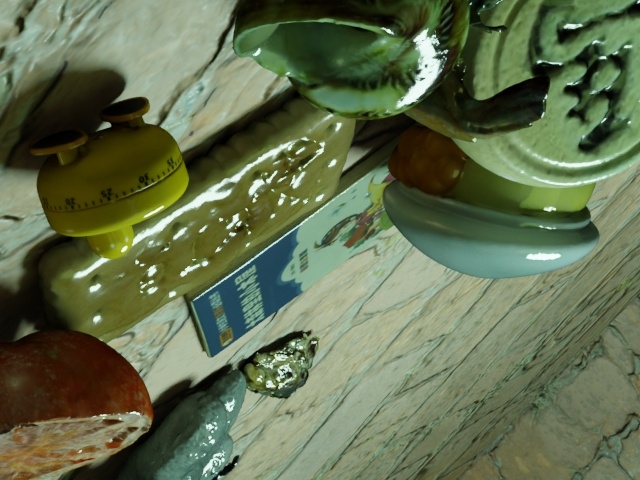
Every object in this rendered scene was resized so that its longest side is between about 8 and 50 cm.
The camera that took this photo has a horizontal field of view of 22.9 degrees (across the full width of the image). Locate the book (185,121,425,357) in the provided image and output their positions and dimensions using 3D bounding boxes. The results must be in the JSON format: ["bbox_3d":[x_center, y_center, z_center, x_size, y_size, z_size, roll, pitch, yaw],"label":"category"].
[{"bbox_3d":[0.000,0.000,1.669,0.322,0.018,0.228,-37,163,-10],"label":"book"}]

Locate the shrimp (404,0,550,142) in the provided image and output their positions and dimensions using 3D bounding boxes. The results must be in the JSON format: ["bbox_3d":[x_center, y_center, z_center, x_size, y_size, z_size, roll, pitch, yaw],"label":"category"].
[{"bbox_3d":[0.137,-0.168,1.180,0.296,0.169,0.058,-28,-163,48],"label":"shrimp"}]

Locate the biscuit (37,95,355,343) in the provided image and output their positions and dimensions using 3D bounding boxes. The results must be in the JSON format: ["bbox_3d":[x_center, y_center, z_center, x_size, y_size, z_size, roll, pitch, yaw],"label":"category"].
[{"bbox_3d":[-0.100,-0.014,1.373,0.325,0.044,0.217,-33,161,-20],"label":"biscuit"}]

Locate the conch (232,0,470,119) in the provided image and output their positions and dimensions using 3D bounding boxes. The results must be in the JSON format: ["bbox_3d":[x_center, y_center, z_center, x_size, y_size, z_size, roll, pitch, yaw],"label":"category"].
[{"bbox_3d":[0.017,-0.162,1.115,0.187,0.124,0.181,0,158,-22],"label":"conch"}]

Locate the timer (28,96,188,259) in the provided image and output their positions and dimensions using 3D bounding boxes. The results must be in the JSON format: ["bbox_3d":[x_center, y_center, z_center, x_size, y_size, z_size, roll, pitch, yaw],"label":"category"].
[{"bbox_3d":[-0.144,-0.033,1.109,0.107,0.109,0.107,-16,-160,6],"label":"timer"}]

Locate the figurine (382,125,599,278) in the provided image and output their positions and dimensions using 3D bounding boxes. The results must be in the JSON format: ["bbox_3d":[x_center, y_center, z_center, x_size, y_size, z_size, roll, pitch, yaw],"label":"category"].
[{"bbox_3d":[0.235,-0.112,1.490,0.382,0.205,0.224,-47,162,24],"label":"figurine"}]

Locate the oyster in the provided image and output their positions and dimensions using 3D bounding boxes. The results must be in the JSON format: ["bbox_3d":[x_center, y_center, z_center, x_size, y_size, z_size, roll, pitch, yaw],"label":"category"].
[{"bbox_3d":[-0.049,0.161,1.929,0.148,0.051,0.103,-1,133,-49],"label":"oyster"}]

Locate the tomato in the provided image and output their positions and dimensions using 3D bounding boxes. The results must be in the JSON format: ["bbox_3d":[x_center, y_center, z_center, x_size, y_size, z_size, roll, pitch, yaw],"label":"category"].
[{"bbox_3d":[-0.257,0.138,1.294,0.236,0.095,0.237,-16,164,-5],"label":"tomato"}]

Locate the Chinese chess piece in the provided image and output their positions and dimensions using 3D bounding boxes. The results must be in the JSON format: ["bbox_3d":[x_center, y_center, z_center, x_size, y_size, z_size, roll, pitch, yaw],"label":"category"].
[{"bbox_3d":[0.207,-0.166,1.328,0.250,0.101,0.250,-10,118,-20],"label":"Chinese chess piece"}]

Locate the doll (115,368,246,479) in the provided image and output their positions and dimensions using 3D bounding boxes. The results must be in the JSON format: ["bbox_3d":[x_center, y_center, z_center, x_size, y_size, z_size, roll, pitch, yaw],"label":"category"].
[{"bbox_3d":[-0.175,0.313,1.862,0.340,0.158,0.246,-49,173,20],"label":"doll"}]
